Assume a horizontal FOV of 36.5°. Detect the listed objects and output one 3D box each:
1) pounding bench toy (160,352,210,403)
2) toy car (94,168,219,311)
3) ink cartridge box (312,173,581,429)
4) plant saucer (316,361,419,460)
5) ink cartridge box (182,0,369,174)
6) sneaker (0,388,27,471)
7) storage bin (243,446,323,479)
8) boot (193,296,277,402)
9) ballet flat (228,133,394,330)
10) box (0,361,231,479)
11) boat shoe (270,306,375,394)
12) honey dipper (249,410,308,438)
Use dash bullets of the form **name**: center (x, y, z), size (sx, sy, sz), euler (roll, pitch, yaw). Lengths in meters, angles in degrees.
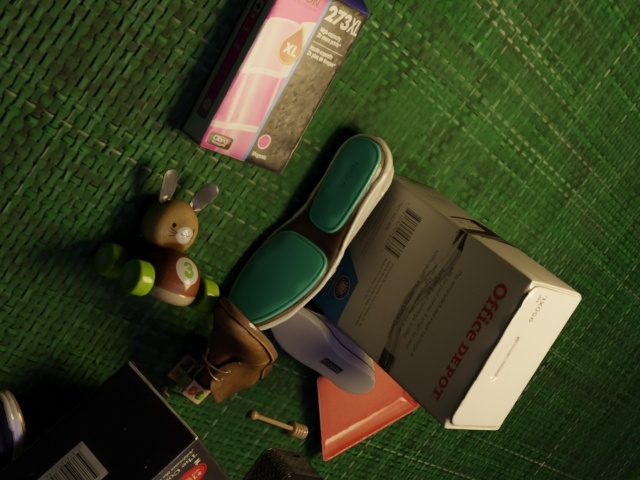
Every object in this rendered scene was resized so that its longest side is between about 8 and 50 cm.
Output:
- **pounding bench toy**: center (-0.231, 0.253, 1.683), size (0.083, 0.065, 0.052), euler (-45, 138, -3)
- **toy car**: center (-0.220, -0.007, 1.457), size (0.155, 0.149, 0.188), euler (20, 94, -46)
- **ink cartridge box**: center (0.207, 0.101, 1.696), size (0.166, 0.395, 0.285), euler (13, 111, -45)
- **plant saucer**: center (0.094, 0.304, 2.012), size (0.259, 0.048, 0.258), euler (-26, 133, -25)
- **ink cartridge box**: center (-0.047, -0.288, 1.446), size (0.176, 0.069, 0.371), euler (17, 106, -46)
- **sneaker**: center (-0.545, 0.355, 1.468), size (0.153, 0.099, 0.282), euler (-5, 126, -40)
- **storage bin**: center (-0.095, 0.523, 1.986), size (0.122, 0.084, 0.180), euler (24, 103, -47)
- **boot**: center (-0.144, 0.187, 1.544), size (0.115, 0.112, 0.305), euler (-39, 161, -17)
- **ballet flat**: center (0.000, 0.000, 1.661), size (0.400, 0.139, 0.139), euler (-53, 138, 4)
- **box**: center (-0.338, 0.412, 1.534), size (0.343, 0.179, 0.312), euler (-42, 156, -14)
- **boat shoe**: center (0.010, 0.184, 1.816), size (0.267, 0.088, 0.096), euler (38, 125, -26)
- **honey dipper**: center (-0.086, 0.363, 1.918), size (0.161, 0.030, 0.030), euler (29, 99, -45)
